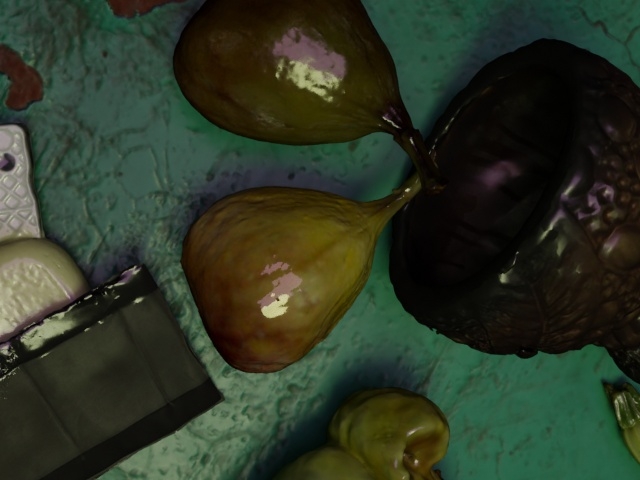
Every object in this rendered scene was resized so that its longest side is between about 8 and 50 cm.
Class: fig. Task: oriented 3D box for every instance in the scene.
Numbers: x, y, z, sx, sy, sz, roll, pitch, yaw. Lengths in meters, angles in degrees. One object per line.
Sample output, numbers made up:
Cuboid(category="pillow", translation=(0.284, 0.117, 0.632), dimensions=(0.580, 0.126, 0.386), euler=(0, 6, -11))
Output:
Cuboid(category="fig", translation=(0.000, 0.000, 0.752), dimensions=(0.257, 0.159, 0.159), euler=(-36, 97, -4))
Cuboid(category="fig", translation=(0.001, -0.133, 0.725), dimensions=(0.274, 0.145, 0.170), euler=(39, 79, 15))

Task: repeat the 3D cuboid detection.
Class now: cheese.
Cuboid(category="cheese", translation=(-0.266, 0.015, 0.756), dimensions=(0.127, 0.050, 0.235), euler=(-9, 93, -10))

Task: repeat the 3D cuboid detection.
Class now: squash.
Cuboid(category="squash", translation=(0.374, 0.221, 0.875), dimensions=(0.224, 0.094, 0.094), euler=(40, 84, -1))

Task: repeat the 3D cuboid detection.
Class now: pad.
Cuboid(category="pad", translation=(-0.218, 0.143, 0.755), dimensions=(0.233, 0.022, 0.174), euler=(-30, 118, -10))

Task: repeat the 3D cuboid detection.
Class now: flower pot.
Cuboid(category="flower pot", translation=(0.236, -0.001, 0.760), dimensions=(0.267, 0.266, 0.267), euler=(27, 86, -21))

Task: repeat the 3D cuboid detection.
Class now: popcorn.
Cuboid(category="popcorn", translation=(0.034, 0.290, 0.765), dimensions=(0.286, 0.173, 0.225), euler=(-45, 114, -17))
